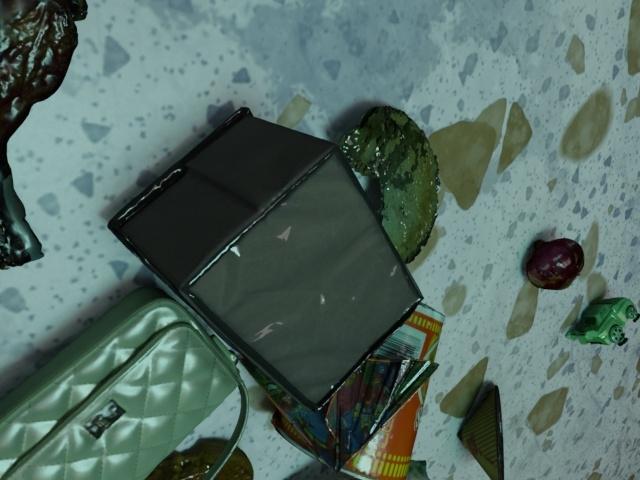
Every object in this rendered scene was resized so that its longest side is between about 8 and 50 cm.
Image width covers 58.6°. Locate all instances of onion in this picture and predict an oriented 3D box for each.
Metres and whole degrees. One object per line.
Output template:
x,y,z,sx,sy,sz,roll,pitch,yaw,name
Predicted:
0.416,0.039,1.017,0.107,0.097,0.107,-29,154,-15,onion

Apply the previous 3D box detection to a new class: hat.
0.303,0.372,1.084,0.193,0.082,0.193,-4,90,-70,hat

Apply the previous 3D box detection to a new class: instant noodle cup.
0.060,0.169,0.731,0.193,0.193,0.212,27,83,-43,instant noodle cup

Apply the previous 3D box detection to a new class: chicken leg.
-0.245,-0.095,0.436,0.105,0.051,0.254,1,112,-45,chicken leg

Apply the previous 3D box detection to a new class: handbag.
-0.184,0.193,0.558,0.256,0.079,0.219,-43,114,-18,handbag

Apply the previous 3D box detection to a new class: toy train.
0.618,0.178,1.249,0.081,0.099,0.149,43,72,-8,toy train

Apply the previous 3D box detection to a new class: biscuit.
-0.182,0.324,0.676,0.319,0.047,0.184,21,91,-43,biscuit

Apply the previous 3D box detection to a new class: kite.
0.011,0.167,0.651,0.014,0.241,0.184,56,40,-66,kite

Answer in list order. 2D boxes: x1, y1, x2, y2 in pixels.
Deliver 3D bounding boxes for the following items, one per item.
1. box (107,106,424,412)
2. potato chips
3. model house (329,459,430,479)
-0.038,0.027,0.568,0.188,0.153,0.252,-45,132,-14,box
0.092,-0.067,0.713,0.202,0.029,0.220,-50,131,-31,potato chips
0.036,0.454,0.836,0.237,0.203,0.237,1,148,-16,model house
